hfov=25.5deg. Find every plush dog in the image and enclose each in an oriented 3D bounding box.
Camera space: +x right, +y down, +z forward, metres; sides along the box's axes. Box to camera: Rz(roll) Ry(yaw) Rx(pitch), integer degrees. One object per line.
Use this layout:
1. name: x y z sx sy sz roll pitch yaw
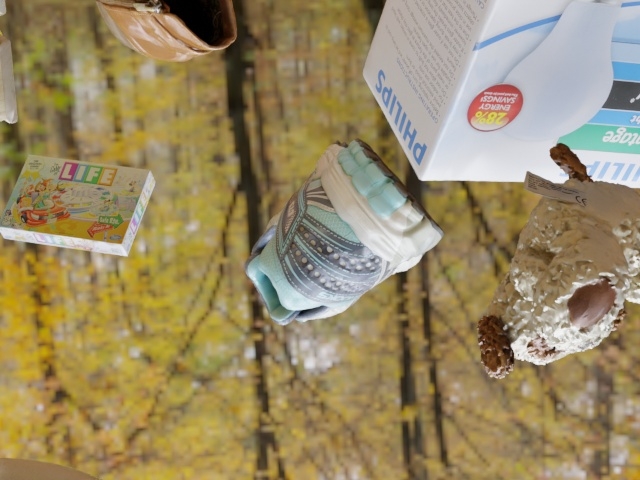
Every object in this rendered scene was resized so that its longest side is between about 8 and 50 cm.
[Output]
1. plush dog: 0.259 0.044 1.507 0.262 0.225 0.210 -9 -129 -39

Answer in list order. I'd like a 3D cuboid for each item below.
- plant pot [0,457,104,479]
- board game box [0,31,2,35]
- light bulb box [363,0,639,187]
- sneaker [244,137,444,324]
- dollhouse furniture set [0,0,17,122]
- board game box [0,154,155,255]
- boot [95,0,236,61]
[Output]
1. plant pot: -0.338 0.352 1.560 0.284 0.191 0.284 -36 -161 15
2. board game box: -0.447 -0.250 1.526 0.124 0.039 0.259 -35 -131 -12
3. light bulb box: 0.285 -0.264 1.625 0.358 0.361 0.225 1 -139 -23
4. sneaker: 0.000 0.000 1.005 0.122 0.110 0.283 -38 176 -2
5. dollhouse furniture set: -0.287 -0.136 0.856 0.151 0.144 0.123 -24 -139 -36
6. board game box: -0.277 -0.041 1.609 0.154 0.103 0.026 7 149 15
7. boot: -0.194 -0.283 1.300 0.109 0.283 0.220 -36 -157 -17
